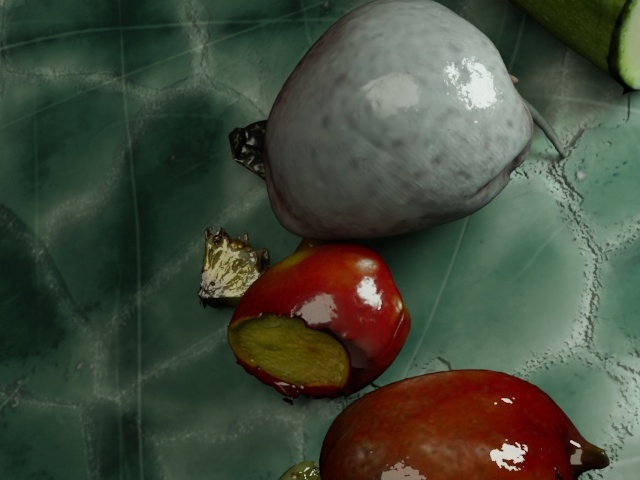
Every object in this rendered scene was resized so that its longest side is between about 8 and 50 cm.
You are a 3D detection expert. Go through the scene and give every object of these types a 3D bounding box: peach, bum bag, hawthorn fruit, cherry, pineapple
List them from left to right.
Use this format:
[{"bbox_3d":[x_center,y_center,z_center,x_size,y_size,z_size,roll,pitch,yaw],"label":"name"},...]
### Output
[{"bbox_3d":[-0.115,0.048,1.866,0.116,0.069,0.137,-46,59,-4],"label":"pineapple"},{"bbox_3d":[-0.005,0.107,1.721,0.226,0.190,0.196,-27,71,2],"label":"peach"},{"bbox_3d":[-0.003,-0.154,1.914,0.248,0.069,0.102,-25,81,2],"label":"bum bag"},{"bbox_3d":[0.099,-0.139,1.719,0.335,0.291,0.326,-42,36,-24],"label":"cherry"},{"bbox_3d":[0.132,0.275,1.536,0.311,0.295,0.295,-43,56,-17],"label":"hawthorn fruit"}]

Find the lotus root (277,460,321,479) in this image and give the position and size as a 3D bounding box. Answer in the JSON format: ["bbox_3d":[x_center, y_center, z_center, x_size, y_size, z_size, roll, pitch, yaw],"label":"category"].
[{"bbox_3d":[-0.041,0.352,1.682,0.090,0.077,0.183,24,75,26],"label":"lotus root"}]

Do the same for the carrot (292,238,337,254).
[{"bbox_3d":[0.000,0.000,1.853,0.048,0.048,0.139,21,66,30],"label":"carrot"}]

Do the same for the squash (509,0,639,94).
[{"bbox_3d":[0.335,-0.397,1.776,0.263,0.263,0.384,-43,58,-1],"label":"squash"}]
